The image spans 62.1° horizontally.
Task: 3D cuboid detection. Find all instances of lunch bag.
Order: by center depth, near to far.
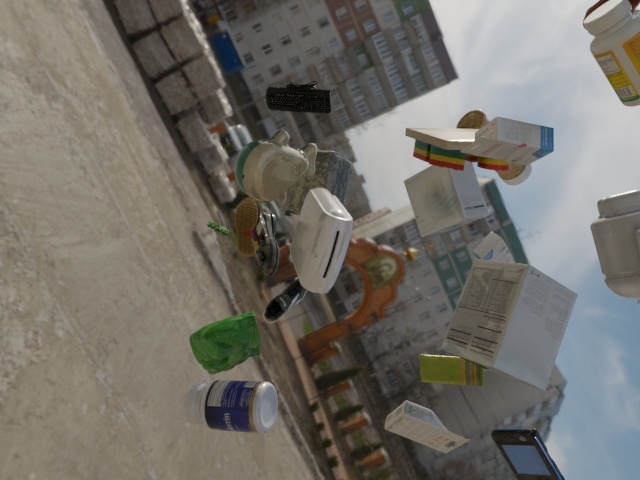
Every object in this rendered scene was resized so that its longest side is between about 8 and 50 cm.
[{"bbox_3d":[-0.033,-0.242,2.295,0.212,0.256,0.305,17,84,-61],"label":"lunch bag"}]

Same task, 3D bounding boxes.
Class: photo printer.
[{"bbox_3d":[0.000,0.000,1.595,0.307,0.107,0.256,-119,-136,-67],"label":"photo printer"}]

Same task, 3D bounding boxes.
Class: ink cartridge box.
[{"bbox_3d":[0.427,-0.231,1.225,0.104,0.181,0.062,140,-43,-73],"label":"ink cartridge box"},{"bbox_3d":[0.338,0.597,1.695,0.181,0.224,0.056,113,-4,-53],"label":"ink cartridge box"},{"bbox_3d":[0.640,0.061,1.960,0.180,0.104,0.060,44,0,-45],"label":"ink cartridge box"}]

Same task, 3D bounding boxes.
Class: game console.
[{"bbox_3d":[0.753,0.820,1.861,0.293,0.250,0.173,57,41,-19],"label":"game console"}]

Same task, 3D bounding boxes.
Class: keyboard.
[{"bbox_3d":[-0.067,-0.403,1.513,0.038,0.192,0.100,-75,165,-45],"label":"keyboard"}]

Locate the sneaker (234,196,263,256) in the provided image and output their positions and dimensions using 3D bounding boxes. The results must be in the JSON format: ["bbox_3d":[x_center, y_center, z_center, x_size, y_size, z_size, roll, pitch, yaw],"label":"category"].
[{"bbox_3d":[-0.197,-0.050,1.489,0.084,0.069,0.185,-68,170,-57],"label":"sneaker"}]

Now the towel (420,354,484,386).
[{"bbox_3d":[0.480,0.472,1.934,0.021,0.237,0.102,107,-13,-63],"label":"towel"}]

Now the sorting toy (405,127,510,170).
[{"bbox_3d":[0.405,-0.257,1.506,0.255,0.257,0.089,-130,-139,-65],"label":"sorting toy"}]

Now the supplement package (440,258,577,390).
[{"bbox_3d":[0.485,0.211,1.377,0.199,0.263,0.198,27,-9,-25],"label":"supplement package"}]

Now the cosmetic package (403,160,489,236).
[{"bbox_3d":[0.442,-0.155,1.890,0.224,0.138,0.225,-28,-105,55],"label":"cosmetic package"}]

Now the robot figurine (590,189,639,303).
[{"bbox_3d":[0.965,0.028,1.640,0.300,0.199,0.353,0,77,-72],"label":"robot figurine"}]

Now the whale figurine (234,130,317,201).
[{"bbox_3d":[-0.130,-0.219,1.540,0.141,0.272,0.216,28,-53,35],"label":"whale figurine"}]

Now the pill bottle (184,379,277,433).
[{"bbox_3d":[-0.281,0.515,1.662,0.153,0.264,0.153,-3,90,-71],"label":"pill bottle"}]

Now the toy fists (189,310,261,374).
[{"bbox_3d":[-0.207,0.234,1.172,0.279,0.142,0.096,111,-36,-71],"label":"toy fists"}]

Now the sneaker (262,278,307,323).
[{"bbox_3d":[-0.133,0.232,2.069,0.078,0.234,0.106,46,-6,7],"label":"sneaker"}]

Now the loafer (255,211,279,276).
[{"bbox_3d":[-0.206,0.008,1.900,0.084,0.096,0.267,21,44,-31],"label":"loafer"}]

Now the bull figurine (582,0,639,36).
[{"bbox_3d":[0.742,-0.490,1.239,0.310,0.188,0.101,13,52,-38],"label":"bull figurine"}]

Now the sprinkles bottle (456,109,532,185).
[{"bbox_3d":[0.643,-0.337,1.958,0.355,0.121,0.121,31,22,-35],"label":"sprinkles bottle"}]

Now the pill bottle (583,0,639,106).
[{"bbox_3d":[0.648,-0.399,1.121,0.208,0.117,0.117,49,5,-14],"label":"pill bottle"}]

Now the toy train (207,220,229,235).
[{"bbox_3d":[-0.363,-0.043,1.889,0.024,0.083,0.017,-64,-179,-40],"label":"toy train"}]
